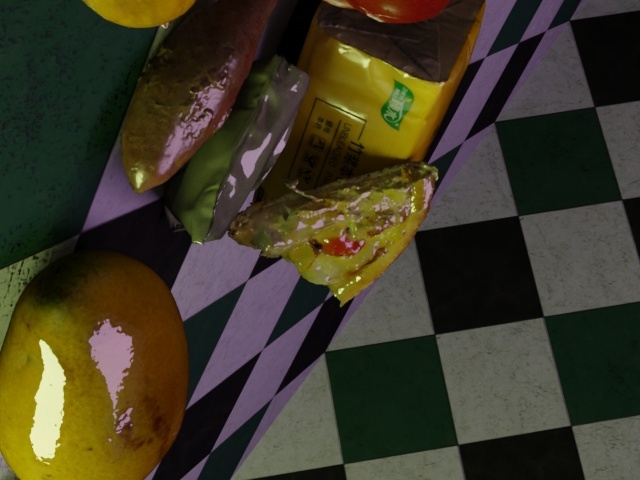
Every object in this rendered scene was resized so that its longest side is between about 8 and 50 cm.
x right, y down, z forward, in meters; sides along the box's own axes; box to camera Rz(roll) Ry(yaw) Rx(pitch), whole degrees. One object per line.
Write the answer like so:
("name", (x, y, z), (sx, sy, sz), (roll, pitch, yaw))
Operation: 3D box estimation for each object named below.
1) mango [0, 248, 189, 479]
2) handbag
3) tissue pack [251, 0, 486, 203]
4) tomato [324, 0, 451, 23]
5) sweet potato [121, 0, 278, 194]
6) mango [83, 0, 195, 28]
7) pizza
("mango", (-0.281, 0.161, 1.291), (0.264, 0.221, 0.378), (-41, 152, -37))
("handbag", (-0.117, -0.115, 1.347), (0.253, 0.109, 0.316), (-59, -170, -4))
("tissue pack", (0.069, -0.203, 1.574), (0.293, 0.228, 0.382), (-62, 175, -46))
("tomato", (0.044, -0.368, 1.057), (0.226, 0.298, 0.298), (-59, 167, -3))
("sweet potato", (-0.120, -0.223, 1.211), (0.385, 0.109, 0.109), (-59, 168, -12))
("mango", (-0.153, -0.300, 0.880), (0.176, 0.119, 0.317), (-45, 154, -32))
("pizza", (0.000, 0.000, 1.460), (0.287, 0.075, 0.280), (-1, 139, -27))
